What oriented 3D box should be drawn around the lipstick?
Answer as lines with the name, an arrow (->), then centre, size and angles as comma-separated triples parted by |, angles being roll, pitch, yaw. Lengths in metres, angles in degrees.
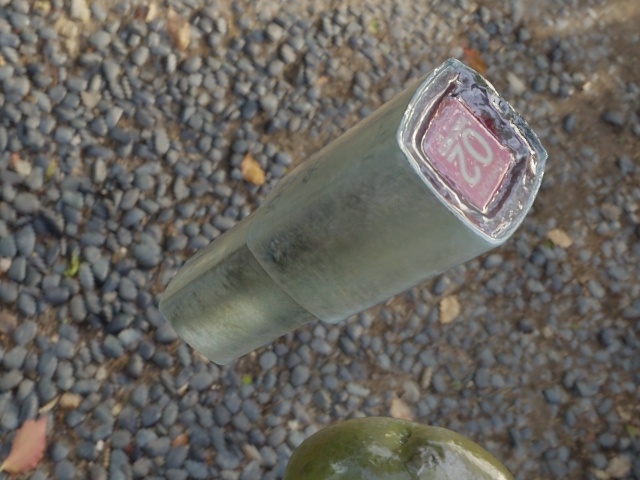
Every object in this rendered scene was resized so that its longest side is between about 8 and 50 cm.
lipstick -> 0.000, 0.000, 0.585 | 0.077, 0.253, 0.079 | 44, 51, -13

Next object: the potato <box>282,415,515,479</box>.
potato -> 0.085, 0.261, 1.045 | 0.251, 0.174, 0.159 | 4, 23, 10
